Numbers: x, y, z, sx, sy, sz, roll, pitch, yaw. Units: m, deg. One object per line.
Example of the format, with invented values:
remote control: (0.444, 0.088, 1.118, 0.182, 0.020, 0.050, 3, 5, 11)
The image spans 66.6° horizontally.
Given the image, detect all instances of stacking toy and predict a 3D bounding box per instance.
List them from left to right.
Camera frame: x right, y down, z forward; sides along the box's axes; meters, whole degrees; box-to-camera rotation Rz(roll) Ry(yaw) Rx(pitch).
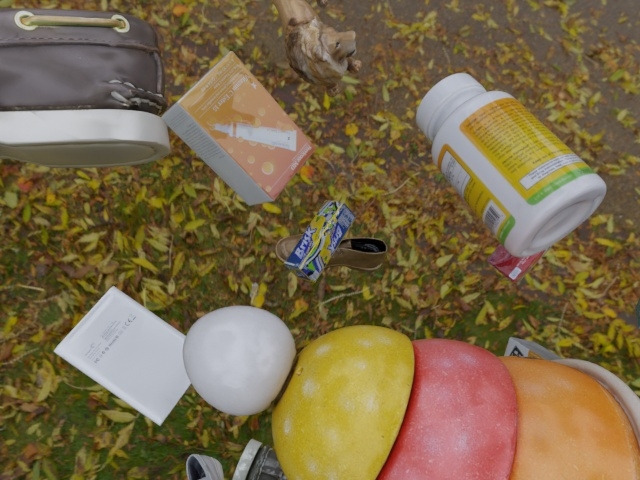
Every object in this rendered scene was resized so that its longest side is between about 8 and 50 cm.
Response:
stacking toy: (0.071, 0.206, 0.542, 0.480, 0.350, 0.351, 29, 66, -6)

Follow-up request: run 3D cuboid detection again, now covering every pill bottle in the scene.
pill bottle: (0.237, -0.110, 0.651, 0.136, 0.136, 0.246, -22, 60, -16)

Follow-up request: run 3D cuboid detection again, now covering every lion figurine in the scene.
lion figurine: (-0.032, -0.464, 1.043, 0.142, 0.240, 0.392, -39, 63, 19)

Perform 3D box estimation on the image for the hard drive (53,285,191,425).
hard drive: (-0.455, 0.280, 1.203, 0.307, 0.040, 0.203, 35, 62, 0)

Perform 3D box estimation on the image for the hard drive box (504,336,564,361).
hard drive box: (0.589, 0.418, 1.374, 0.089, 0.181, 0.232, 12, 97, -14)

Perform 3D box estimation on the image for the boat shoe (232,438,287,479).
boat shoe: (-0.088, 0.448, 0.823, 0.091, 0.305, 0.109, 14, 42, 11)

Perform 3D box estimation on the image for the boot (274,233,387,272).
boot: (0.031, 0.018, 1.316, 0.305, 0.115, 0.112, 4, 67, -8)

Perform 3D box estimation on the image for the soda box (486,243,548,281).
soda box: (0.513, -0.023, 1.140, 0.083, 0.092, 0.263, 44, 105, 26)

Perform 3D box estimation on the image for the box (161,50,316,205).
box: (-0.219, -0.293, 1.337, 0.345, 0.168, 0.215, 46, 67, -23)

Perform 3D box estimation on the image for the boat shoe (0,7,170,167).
boat shoe: (-0.264, -0.098, 0.298, 0.324, 0.116, 0.097, -3, 89, -17)

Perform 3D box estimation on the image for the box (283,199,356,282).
box: (0.000, 0.000, 0.996, 0.054, 0.059, 0.169, 46, 68, -35)

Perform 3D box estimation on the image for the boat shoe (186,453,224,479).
boat shoe: (-0.192, 0.425, 0.821, 0.063, 0.184, 0.066, 36, 93, -25)

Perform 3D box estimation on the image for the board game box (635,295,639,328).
board game box: (0.781, 0.078, 0.849, 0.336, 0.254, 0.079, 12, 32, 21)
